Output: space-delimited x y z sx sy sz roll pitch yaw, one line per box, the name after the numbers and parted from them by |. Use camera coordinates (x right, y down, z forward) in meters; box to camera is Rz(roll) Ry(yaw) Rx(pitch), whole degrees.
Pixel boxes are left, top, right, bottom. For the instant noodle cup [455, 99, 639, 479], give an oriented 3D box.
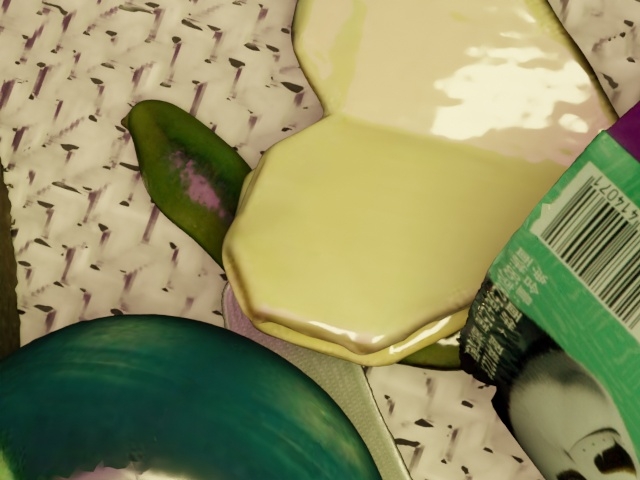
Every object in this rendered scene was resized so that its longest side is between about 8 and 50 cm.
0.182 0.047 0.652 0.251 0.251 0.190 -45 68 3 | instant noodle cup

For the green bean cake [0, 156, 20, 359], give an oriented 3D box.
-0.206 0.034 0.760 0.094 0.173 0.181 -4 83 13 | green bean cake

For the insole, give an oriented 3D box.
0.001 0.078 0.798 0.053 0.002 0.153 -29 78 7 | insole

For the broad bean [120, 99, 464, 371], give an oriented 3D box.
-0.002 0.005 0.790 0.226 0.039 0.069 26 80 12 | broad bean

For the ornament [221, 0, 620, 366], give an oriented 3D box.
0.061 -0.037 0.755 0.180 0.059 0.201 16 75 7 | ornament

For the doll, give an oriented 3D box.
-0.041 0.155 0.698 0.322 0.186 0.198 45 127 -13 | doll
